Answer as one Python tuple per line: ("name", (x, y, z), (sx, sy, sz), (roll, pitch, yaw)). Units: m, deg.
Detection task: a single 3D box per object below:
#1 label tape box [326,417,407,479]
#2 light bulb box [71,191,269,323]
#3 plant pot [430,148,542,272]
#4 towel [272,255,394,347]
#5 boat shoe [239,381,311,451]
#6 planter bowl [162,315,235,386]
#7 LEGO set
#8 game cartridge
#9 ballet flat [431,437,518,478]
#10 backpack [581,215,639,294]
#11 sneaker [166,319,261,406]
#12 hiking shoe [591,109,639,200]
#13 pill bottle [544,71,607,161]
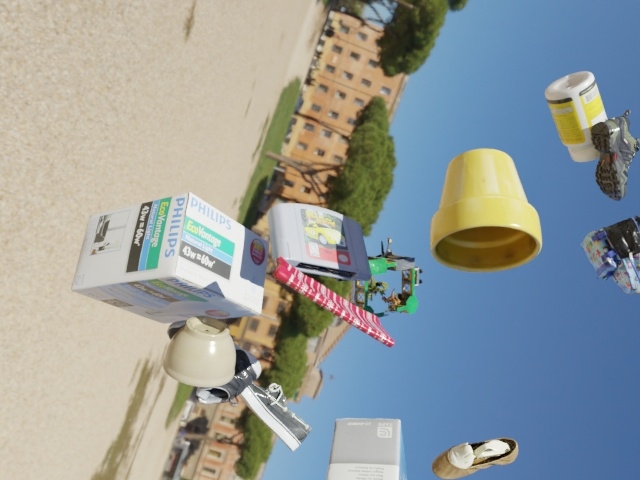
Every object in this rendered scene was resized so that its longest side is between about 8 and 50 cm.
("label tape box", (0.063, 0.464, 0.777), (0.348, 0.115, 0.249), (-68, 153, -60))
("light bulb box", (-0.391, 0.067, 1.516), (0.358, 0.361, 0.225), (36, 51, -52))
("plant pot", (0.391, -0.079, 1.356), (0.254, 0.254, 0.239), (122, -25, -60))
("towel", (0.021, 0.122, 1.155), (0.031, 0.275, 0.199), (-58, -176, 1))
("boat shoe", (-0.145, 0.471, 1.627), (0.105, 0.306, 0.113), (-44, -177, -19))
("planter bowl", (-0.259, 0.235, 1.240), (0.162, 0.162, 0.109), (-97, -159, -75))
("LEGO set", (0.163, 0.144, 1.859), (0.192, 0.331, 0.255), (7, -73, 48))
("game cartridge", (0.000, 0.000, 1.499), (0.060, 0.294, 0.196), (-47, -136, 39))
("ballet flat", (0.579, 0.792, 2.069), (0.124, 0.342, 0.116), (94, -14, -45))
("backpack", (0.694, 0.050, 1.278), (0.158, 0.117, 0.173), (35, 34, -73))
("sneaker", (-0.294, 0.312, 1.413), (0.153, 0.268, 0.101), (-58, 174, -48))
("hiking shoe", (0.761, -0.208, 1.411), (0.227, 0.114, 0.086), (68, -8, -28))
("pill bottle", (0.670, -0.316, 1.447), (0.119, 0.208, 0.119), (-25, -156, 12))
